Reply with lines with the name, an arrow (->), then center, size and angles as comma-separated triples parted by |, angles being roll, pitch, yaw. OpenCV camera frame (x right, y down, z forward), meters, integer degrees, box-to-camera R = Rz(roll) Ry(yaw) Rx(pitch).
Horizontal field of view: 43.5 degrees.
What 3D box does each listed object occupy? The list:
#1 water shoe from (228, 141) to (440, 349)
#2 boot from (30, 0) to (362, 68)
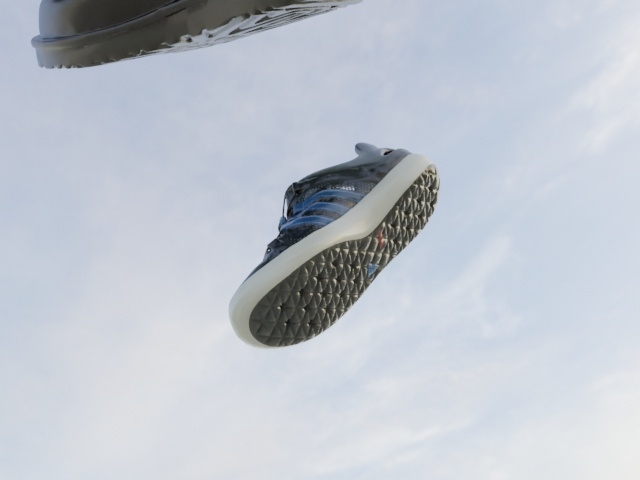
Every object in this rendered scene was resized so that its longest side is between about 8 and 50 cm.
water shoe -> 0.000, 0.000, 0.555 | 0.203, 0.080, 0.073 | -37, -43, -35
boot -> -0.121, -0.286, 0.635 | 0.348, 0.131, 0.260 | -6, -78, 32
